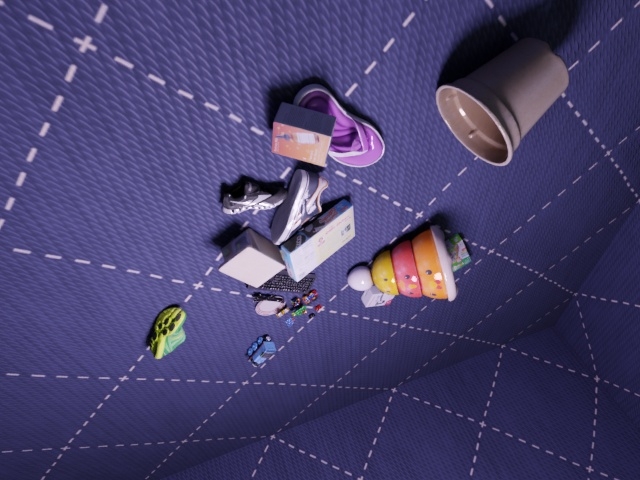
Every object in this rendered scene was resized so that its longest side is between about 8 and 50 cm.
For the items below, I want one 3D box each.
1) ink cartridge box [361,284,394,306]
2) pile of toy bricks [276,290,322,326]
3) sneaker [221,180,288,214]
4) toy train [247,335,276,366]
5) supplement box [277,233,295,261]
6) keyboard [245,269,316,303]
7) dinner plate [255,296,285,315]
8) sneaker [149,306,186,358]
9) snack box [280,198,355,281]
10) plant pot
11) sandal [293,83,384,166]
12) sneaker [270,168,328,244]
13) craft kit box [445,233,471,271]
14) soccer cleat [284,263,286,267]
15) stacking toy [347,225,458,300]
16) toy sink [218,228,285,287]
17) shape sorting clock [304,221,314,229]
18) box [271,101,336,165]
[{"bbox_3d":[0.302,0.285,2.289,0.150,0.063,0.109,-3,136,-26],"label":"ink cartridge box"},{"bbox_3d":[-0.097,0.330,2.113,0.212,0.118,0.105,-33,-179,-7],"label":"pile of toy bricks"},{"bbox_3d":[-0.223,-0.156,1.495,0.234,0.078,0.106,-12,142,-13],"label":"sneaker"},{"bbox_3d":[-0.304,0.566,2.245,0.080,0.105,0.184,16,126,-39],"label":"toy train"},{"bbox_3d":[-0.126,0.028,1.772,0.083,0.056,0.083,-21,141,-7],"label":"supplement box"},{"bbox_3d":[-0.183,0.212,1.957,0.317,0.033,0.201,10,123,-35],"label":"keyboard"},{"bbox_3d":[-0.234,0.301,2.054,0.141,0.017,0.141,-15,140,-14],"label":"dinner plate"},{"bbox_3d":[-0.635,0.381,1.880,0.123,0.109,0.295,-12,144,-51],"label":"sneaker"},{"bbox_3d":[0.000,0.000,1.706,0.322,0.060,0.187,-38,147,-21],"label":"snack box"},{"bbox_3d":[0.603,-0.470,1.435,0.305,0.334,0.334,-42,140,2],"label":"plant pot"},{"bbox_3d":[0.068,-0.336,1.427,0.169,0.102,0.416,-44,136,21],"label":"sandal"},{"bbox_3d":[-0.075,-0.105,1.596,0.127,0.126,0.321,6,132,-30],"label":"sneaker"},{"bbox_3d":[0.637,0.102,2.274,0.247,0.061,0.250,-31,141,11],"label":"craft kit box"},{"bbox_3d":[-0.171,0.098,1.851,0.036,0.029,0.083,-30,146,-1],"label":"soccer cleat"},{"bbox_3d":[0.361,0.149,2.034,0.480,0.350,0.350,-15,143,12],"label":"stacking toy"},{"bbox_3d":[-0.273,0.058,1.669,0.153,0.131,0.234,-37,145,14],"label":"toy sink"},{"bbox_3d":[-0.028,0.010,1.778,0.206,0.040,0.206,-31,143,-28],"label":"shape sorting clock"},{"bbox_3d":[-0.051,-0.316,1.322,0.170,0.091,0.130,15,148,0],"label":"box"}]
